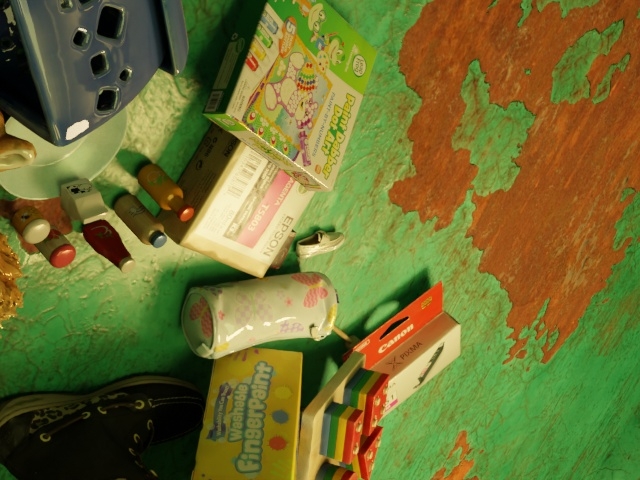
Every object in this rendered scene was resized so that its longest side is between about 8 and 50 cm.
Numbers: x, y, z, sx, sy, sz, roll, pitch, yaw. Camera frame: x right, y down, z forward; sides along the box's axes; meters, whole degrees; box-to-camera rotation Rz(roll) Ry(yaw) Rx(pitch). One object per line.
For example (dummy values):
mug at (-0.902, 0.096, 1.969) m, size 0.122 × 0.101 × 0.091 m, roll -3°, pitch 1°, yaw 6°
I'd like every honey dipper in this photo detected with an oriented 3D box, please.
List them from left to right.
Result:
honey dipper at (0.040, 0.183, 1.761) m, size 0.030 × 0.030 × 0.160 m, roll -50°, pitch 139°, yaw -3°

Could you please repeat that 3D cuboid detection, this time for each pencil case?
pencil case at (-0.101, 0.125, 1.535) m, size 0.273 × 0.113 × 0.124 m, roll -5°, pitch 84°, yaw -38°

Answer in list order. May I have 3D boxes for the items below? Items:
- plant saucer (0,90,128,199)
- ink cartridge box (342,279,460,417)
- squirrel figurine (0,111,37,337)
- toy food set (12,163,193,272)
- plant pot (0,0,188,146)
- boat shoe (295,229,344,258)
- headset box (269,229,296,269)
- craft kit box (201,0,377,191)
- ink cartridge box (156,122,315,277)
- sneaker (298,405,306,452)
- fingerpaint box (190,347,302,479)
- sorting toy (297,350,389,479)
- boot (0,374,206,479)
plant saucer at (-0.346, -0.140, 1.181) m, size 0.195 × 0.037 × 0.195 m, roll -33°, pitch 152°, yaw -21°
ink cartridge box at (0.176, 0.240, 1.873) m, size 0.275 × 0.060 × 0.239 m, roll -36°, pitch 147°, yaw -18°
squirrel figurine at (-0.503, -0.018, 1.026) m, size 0.370 × 0.281 × 0.397 m, roll -54°, pitch 160°, yaw -19°
toy food set at (-0.300, -0.016, 1.257) m, size 0.232 × 0.104 × 0.111 m, roll -22°, pitch 143°, yaw -39°
plant pot at (-0.289, -0.279, 1.022) m, size 0.212 × 0.236 × 0.236 m, roll -31°, pitch 134°, yaw -30°
boat shoe at (0.000, 0.000, 1.603) m, size 0.100 × 0.035 × 0.035 m, roll -19°, pitch 131°, yaw -23°
headset box at (-0.083, 0.005, 1.533) m, size 0.062 × 0.032 × 0.083 m, roll 11°, pitch 111°, yaw -45°
craft kit box at (-0.036, -0.234, 1.319) m, size 0.246 × 0.061 × 0.250 m, roll 34°, pitch 69°, yaw -48°
ink cartridge box at (-0.116, -0.079, 1.408) m, size 0.193 × 0.088 × 0.235 m, roll 25°, pitch 99°, yaw -46°
sneaker at (-0.032, 0.445, 1.836) m, size 0.163 × 0.086 × 0.226 m, roll -46°, pitch 139°, yaw -10°
fingerpaint box at (-0.127, 0.459, 1.474) m, size 0.163 × 0.445 × 0.371 m, roll 6°, pitch 127°, yaw -1°
sorting toy at (0.047, 0.380, 1.677) m, size 0.257 × 0.089 × 0.255 m, roll -39°, pitch 139°, yaw -60°
boot at (-0.295, 0.343, 1.389) m, size 0.377 × 0.284 × 0.138 m, roll 4°, pitch 115°, yaw -42°
